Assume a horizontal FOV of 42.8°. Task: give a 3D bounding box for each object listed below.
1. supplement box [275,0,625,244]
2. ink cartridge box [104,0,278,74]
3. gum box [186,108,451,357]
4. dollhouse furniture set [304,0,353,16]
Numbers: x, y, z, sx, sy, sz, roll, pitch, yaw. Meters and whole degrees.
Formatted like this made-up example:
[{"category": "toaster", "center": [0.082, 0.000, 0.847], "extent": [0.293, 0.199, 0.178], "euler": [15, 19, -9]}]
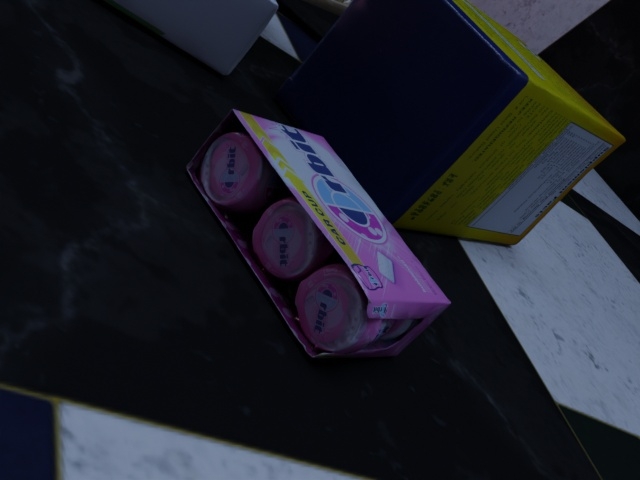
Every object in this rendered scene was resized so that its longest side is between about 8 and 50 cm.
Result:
[{"category": "supplement box", "center": [0.158, -0.135, 0.909], "extent": [0.356, 0.194, 0.195], "euler": [7, 41, -55]}, {"category": "ink cartridge box", "center": [-0.145, -0.282, 0.807], "extent": [0.160, 0.092, 0.219], "euler": [28, 27, -32]}, {"category": "gum box", "center": [0.000, 0.000, 0.577], "extent": [0.107, 0.062, 0.188], "euler": [8, 40, -54]}, {"category": "dollhouse furniture set", "center": [-0.008, -0.404, 0.962], "extent": [0.362, 0.256, 0.394], "euler": [22, 21, -1]}]
